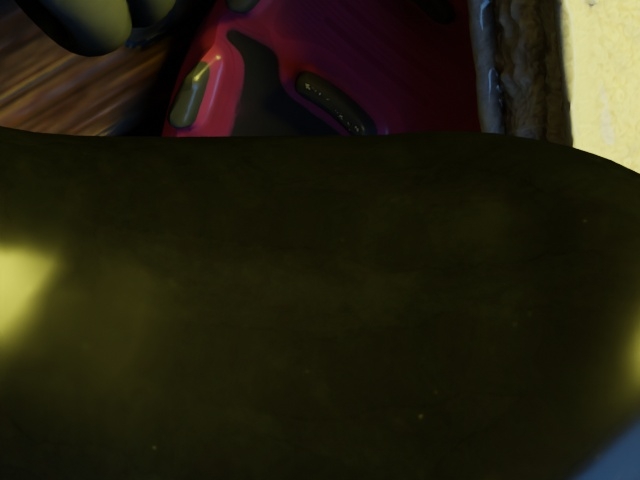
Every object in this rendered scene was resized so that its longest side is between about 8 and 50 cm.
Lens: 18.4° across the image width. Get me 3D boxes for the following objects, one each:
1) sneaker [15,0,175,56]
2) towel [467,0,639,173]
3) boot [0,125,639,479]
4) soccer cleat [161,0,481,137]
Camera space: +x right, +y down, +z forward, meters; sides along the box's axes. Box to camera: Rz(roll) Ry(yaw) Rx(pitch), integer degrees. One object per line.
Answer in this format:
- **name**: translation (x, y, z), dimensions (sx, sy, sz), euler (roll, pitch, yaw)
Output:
- **sneaker**: translation (-0.048, -0.144, 0.390), dimensions (0.147, 0.104, 0.296), euler (-39, 148, -13)
- **towel**: translation (0.114, -0.136, 0.565), dimensions (0.187, 0.049, 0.282), euler (-22, 113, -35)
- **boot**: translation (-0.086, 0.000, 0.380), dimensions (0.348, 0.131, 0.260), euler (-8, 146, 12)
- **soccer cleat**: translation (0.000, 0.000, 0.686), dimensions (0.331, 0.116, 0.143), euler (-62, 166, 25)
